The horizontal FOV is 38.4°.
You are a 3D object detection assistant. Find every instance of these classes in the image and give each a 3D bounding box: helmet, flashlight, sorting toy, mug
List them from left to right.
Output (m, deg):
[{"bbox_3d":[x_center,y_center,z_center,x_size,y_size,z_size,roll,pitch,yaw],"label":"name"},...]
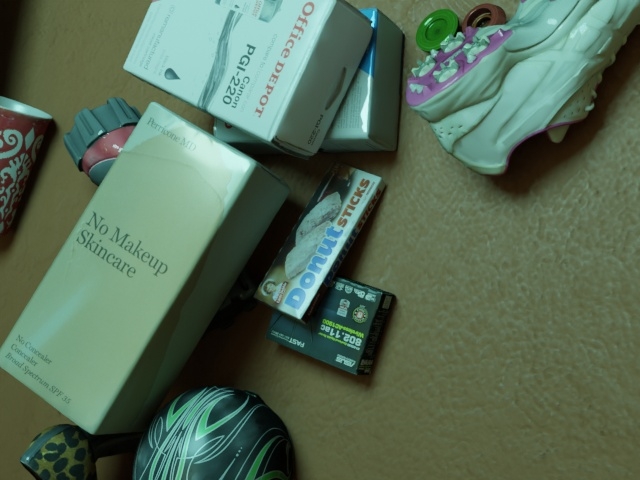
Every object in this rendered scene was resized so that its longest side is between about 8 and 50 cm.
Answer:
[{"bbox_3d":[-0.444,-0.106,1.226,0.150,0.113,0.169,28,102,49],"label":"mug"},{"bbox_3d":[-0.193,-0.026,1.083,0.304,0.103,0.103,57,154,18],"label":"flashlight"},{"bbox_3d":[-0.117,0.239,0.970,0.169,0.161,0.170,-4,82,27],"label":"helmet"},{"bbox_3d":[0.151,-0.211,0.962,0.102,0.042,0.061,-1,67,39],"label":"sorting toy"}]

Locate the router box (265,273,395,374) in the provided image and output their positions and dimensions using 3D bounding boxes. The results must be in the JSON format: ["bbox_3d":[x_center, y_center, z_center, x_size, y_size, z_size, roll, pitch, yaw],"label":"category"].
[{"bbox_3d":[0.009,0.082,0.994,0.122,0.038,0.092,18,92,28],"label":"router box"}]

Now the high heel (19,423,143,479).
[{"bbox_3d":[-0.291,0.332,1.034,0.093,0.186,0.261,11,88,28],"label":"high heel"}]

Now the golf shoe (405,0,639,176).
[{"bbox_3d":[0.234,-0.182,0.886,0.306,0.115,0.140,-34,110,5],"label":"golf shoe"}]

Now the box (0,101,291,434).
[{"bbox_3d":[-0.180,0.032,0.957,0.148,0.121,0.311,30,89,18],"label":"box"}]

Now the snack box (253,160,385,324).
[{"bbox_3d":[0.000,0.000,0.987,0.064,0.022,0.178,23,74,27],"label":"snack box"}]

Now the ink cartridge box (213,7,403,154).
[{"bbox_3d":[-0.013,-0.170,1.013,0.190,0.082,0.140,2,84,29],"label":"ink cartridge box"}]

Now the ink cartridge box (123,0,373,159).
[{"bbox_3d":[-0.077,-0.200,0.954,0.217,0.092,0.159,28,97,27],"label":"ink cartridge box"}]
